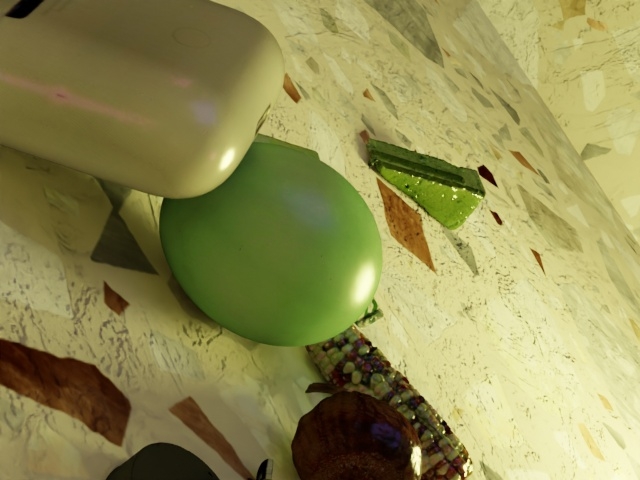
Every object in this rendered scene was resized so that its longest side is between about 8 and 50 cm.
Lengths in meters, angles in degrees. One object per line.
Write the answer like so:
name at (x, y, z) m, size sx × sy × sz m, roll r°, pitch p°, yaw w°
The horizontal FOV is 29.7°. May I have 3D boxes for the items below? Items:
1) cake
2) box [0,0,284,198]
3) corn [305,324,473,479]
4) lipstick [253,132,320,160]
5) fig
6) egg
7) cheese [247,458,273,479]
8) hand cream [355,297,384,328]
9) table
cake at (0.191, -0.123, 2.164) m, size 0.235 × 0.099 × 0.100 m, roll 35°, pitch 26°, yaw -31°
box at (-0.225, -0.182, 1.280) m, size 0.349 × 0.141 × 0.289 m, roll 19°, pitch 38°, yaw 5°
corn at (0.079, 0.208, 1.498) m, size 0.280 × 0.092 × 0.092 m, roll 48°, pitch 23°, yaw 6°
lipstick at (-0.149, -0.116, 1.451) m, size 0.304 × 0.076 × 0.076 m, roll 15°, pitch 37°, yaw -22°
fig at (0.040, 0.215, 1.369) m, size 0.146 × 0.134 × 0.201 m, roll 53°, pitch 13°, yaw -20°
egg at (-0.056, 0.003, 1.377) m, size 0.269 × 0.220 × 0.220 m, roll 31°, pitch 28°, yaw -16°
cheese at (-0.058, 0.263, 1.196) m, size 0.036 × 0.086 × 0.162 m, roll 8°, pitch 15°, yaw -3°
hand cream at (0.000, 0.000, 1.696) m, size 0.276 × 0.059 × 0.095 m, roll 58°, pitch 26°, yaw 5°
table at (-0.134, 0.250, 1.094) m, size 0.133 × 0.043 × 0.133 m, roll 41°, pitch 25°, yaw -23°
